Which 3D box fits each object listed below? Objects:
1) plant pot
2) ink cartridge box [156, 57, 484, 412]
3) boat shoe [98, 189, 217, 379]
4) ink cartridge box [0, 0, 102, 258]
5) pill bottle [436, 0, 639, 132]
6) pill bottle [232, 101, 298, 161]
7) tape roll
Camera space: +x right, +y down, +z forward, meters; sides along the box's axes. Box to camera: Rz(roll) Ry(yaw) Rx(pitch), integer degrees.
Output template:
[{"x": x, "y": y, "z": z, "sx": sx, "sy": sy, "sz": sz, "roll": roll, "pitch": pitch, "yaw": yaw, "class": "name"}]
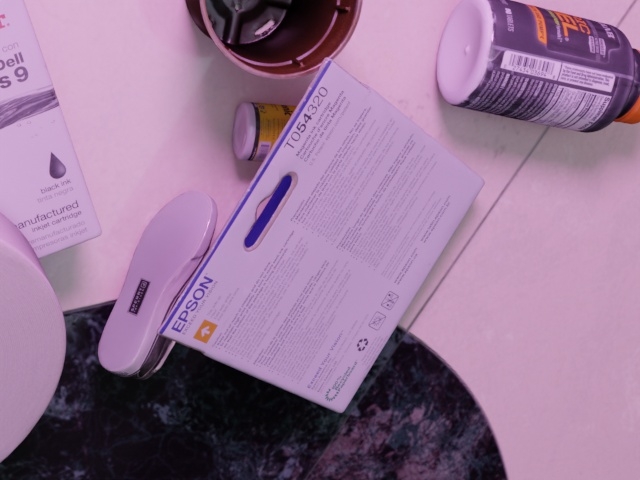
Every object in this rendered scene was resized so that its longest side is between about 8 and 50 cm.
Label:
[{"x": -0.063, "y": -0.257, "z": 1.257, "sx": 0.167, "sy": 0.165, "sz": 0.167, "roll": -5, "pitch": 104, "yaw": -19, "class": "plant pot"}, {"x": 0.000, "y": 0.000, "z": 1.324, "sx": 0.330, "sy": 0.071, "sz": 0.324, "roll": 32, "pitch": 91, "yaw": -47, "class": "ink cartridge box"}, {"x": -0.169, "y": 0.050, "z": 1.345, "sx": 0.070, "sy": 0.077, "sz": 0.219, "roll": 30, "pitch": 87, "yaw": -57, "class": "boat shoe"}, {"x": -0.356, "y": -0.109, "z": 1.165, "sx": 0.211, "sy": 0.121, "sz": 0.289, "roll": -22, "pitch": 129, "yaw": -13, "class": "ink cartridge box"}, {"x": 0.268, "y": -0.197, "z": 1.405, "sx": 0.245, "sy": 0.130, "sz": 0.130, "roll": 9, "pitch": 99, "yaw": -21, "class": "pill bottle"}, {"x": -0.034, "y": -0.117, "z": 1.352, "sx": 0.116, "sy": 0.065, "sz": 0.065, "roll": 3, "pitch": 101, "yaw": -21, "class": "pill bottle"}, {"x": -0.435, "y": 0.117, "z": 1.146, "sx": 0.392, "sy": 0.072, "sz": 0.392, "roll": -18, "pitch": 133, "yaw": -20, "class": "tape roll"}]
